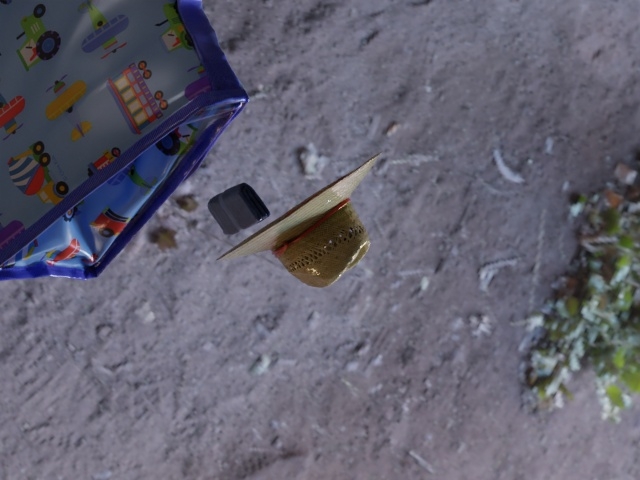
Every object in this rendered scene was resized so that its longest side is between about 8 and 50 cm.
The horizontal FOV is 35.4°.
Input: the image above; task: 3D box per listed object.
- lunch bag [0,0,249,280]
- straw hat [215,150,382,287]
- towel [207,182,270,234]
[{"bbox_3d":[-0.201,-0.134,0.855,0.293,0.221,0.138,-39,158,29],"label":"lunch bag"},{"bbox_3d":[0.000,0.000,0.722,0.144,0.144,0.061,-35,94,-23],"label":"straw hat"},{"bbox_3d":[-0.124,-0.047,1.496,0.029,0.119,0.067,-39,100,-30],"label":"towel"}]
